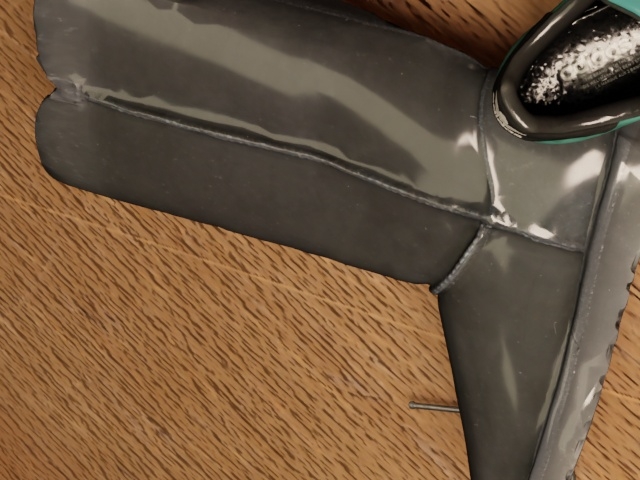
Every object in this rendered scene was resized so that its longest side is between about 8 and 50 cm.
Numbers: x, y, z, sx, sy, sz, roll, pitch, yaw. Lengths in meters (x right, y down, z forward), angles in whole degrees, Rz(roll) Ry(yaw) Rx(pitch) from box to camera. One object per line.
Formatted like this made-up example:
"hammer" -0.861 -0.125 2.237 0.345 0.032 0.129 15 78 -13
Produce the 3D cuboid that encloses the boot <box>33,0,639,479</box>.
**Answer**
"boot" 0.000 -0.002 1.245 0.445 0.146 0.367 16 117 9

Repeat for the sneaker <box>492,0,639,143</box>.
"sneaker" 0.233 -0.142 0.993 0.302 0.121 0.108 -34 90 21

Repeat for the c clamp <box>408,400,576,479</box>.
"c clamp" 0.154 0.202 1.426 0.137 0.022 0.161 -1 117 32
